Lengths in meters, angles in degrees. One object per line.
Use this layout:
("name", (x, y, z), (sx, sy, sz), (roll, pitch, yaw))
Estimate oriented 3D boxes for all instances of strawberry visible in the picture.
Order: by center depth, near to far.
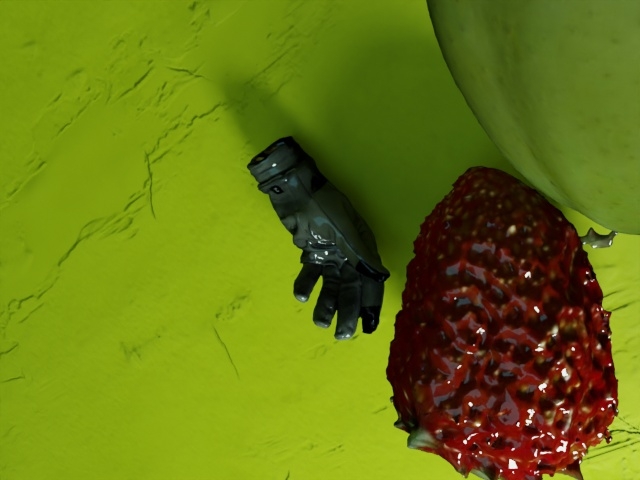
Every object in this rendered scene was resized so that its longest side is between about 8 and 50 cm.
("strawberry", (0.223, 0.101, 1.206), (0.292, 0.292, 0.343), (22, 110, 23))

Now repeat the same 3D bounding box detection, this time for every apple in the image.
("apple", (0.307, -0.229, 0.845), (0.474, 0.473, 0.473), (16, 122, 27))

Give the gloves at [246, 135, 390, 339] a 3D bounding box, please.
("gloves", (0.005, -0.008, 1.372), (0.142, 0.119, 0.285), (-27, 84, 51))
